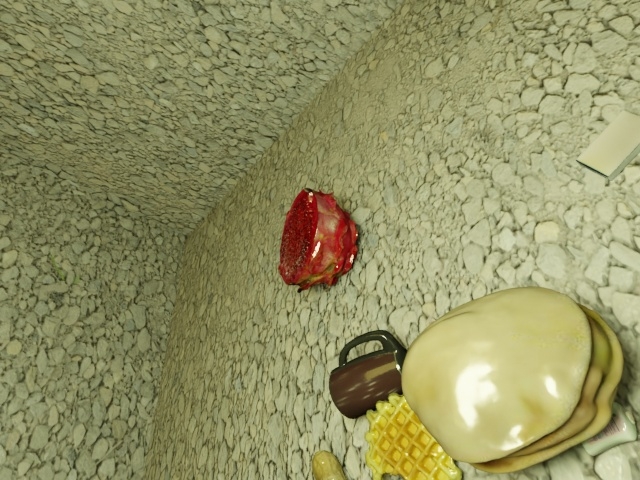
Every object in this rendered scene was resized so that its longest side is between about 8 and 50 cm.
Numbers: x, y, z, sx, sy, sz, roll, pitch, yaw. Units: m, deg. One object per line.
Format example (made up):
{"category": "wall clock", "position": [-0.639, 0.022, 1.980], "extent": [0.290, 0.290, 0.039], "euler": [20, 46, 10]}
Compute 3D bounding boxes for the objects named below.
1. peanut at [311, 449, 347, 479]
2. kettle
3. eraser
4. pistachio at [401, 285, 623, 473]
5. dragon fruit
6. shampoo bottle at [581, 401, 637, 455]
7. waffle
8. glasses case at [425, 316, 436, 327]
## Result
{"category": "peanut", "position": [0.036, 0.662, 1.257], "extent": [0.099, 0.099, 0.214], "euler": [-55, 26, 11]}
{"category": "kettle", "position": [0.143, 0.356, 1.261], "extent": [0.232, 0.144, 0.202], "euler": [-35, 78, 27]}
{"category": "eraser", "position": [0.680, -0.220, 1.059], "extent": [0.150, 0.023, 0.104], "euler": [-52, 33, 16]}
{"category": "pistachio", "position": [0.346, 0.262, 0.912], "extent": [0.445, 0.281, 0.365], "euler": [-29, 32, 50]}
{"category": "dragon fruit", "position": [0.000, 0.000, 1.688], "extent": [0.386, 0.249, 0.371], "euler": [-119, 46, -59]}
{"category": "shampoo bottle", "position": [0.518, 0.337, 0.836], "extent": [0.099, 0.043, 0.072], "euler": [-41, 34, 29]}
{"category": "waffle", "position": [0.210, 0.490, 1.105], "extent": [0.261, 0.056, 0.250], "euler": [-30, 56, 36]}
{"category": "glasses case", "position": [0.312, 0.237, 1.242], "extent": [0.032, 0.021, 0.083], "euler": [-53, 32, 10]}
